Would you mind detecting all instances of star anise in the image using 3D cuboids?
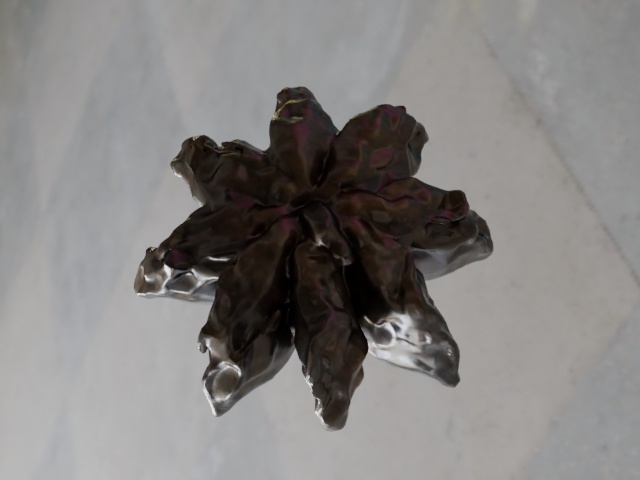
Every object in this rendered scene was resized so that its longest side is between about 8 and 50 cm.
[{"bbox_3d":[0.001,0.001,0.963,0.236,0.223,0.109,57,162,18],"label":"star anise"}]
